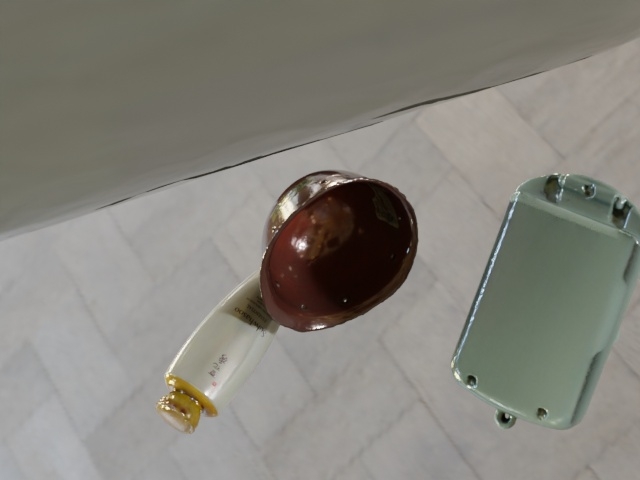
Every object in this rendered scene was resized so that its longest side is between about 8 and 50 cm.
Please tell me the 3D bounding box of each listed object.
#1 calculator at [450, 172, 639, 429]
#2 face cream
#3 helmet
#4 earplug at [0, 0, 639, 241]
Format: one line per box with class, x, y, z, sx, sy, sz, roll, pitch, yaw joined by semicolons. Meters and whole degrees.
calculator;0.208;0.059;1.395;0.141;0.045;0.246;23;97;29
face cream;-0.095;0.109;1.505;0.182;0.072;0.051;-53;9;-28
helmet;0.000;0.000;1.511;0.175;0.155;0.106;-53;34;3
earplug;-0.023;-0.173;0.446;0.394;0.313;0.313;-15;58;-2
